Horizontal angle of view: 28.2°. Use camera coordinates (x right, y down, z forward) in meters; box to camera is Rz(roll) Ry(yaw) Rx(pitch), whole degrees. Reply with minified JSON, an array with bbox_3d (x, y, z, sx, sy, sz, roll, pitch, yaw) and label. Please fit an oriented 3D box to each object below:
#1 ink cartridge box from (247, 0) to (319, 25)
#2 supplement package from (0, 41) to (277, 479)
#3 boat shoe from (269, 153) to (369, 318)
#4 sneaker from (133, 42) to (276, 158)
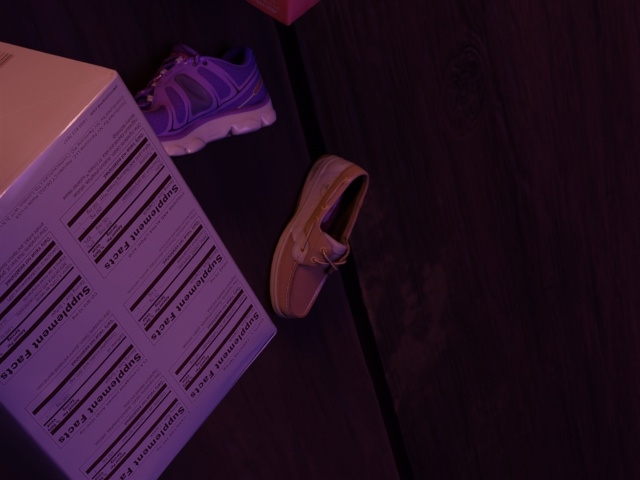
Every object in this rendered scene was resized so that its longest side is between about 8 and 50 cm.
[{"bbox_3d":[-0.039,-0.240,0.754,0.067,0.115,0.198,-43,156,-29],"label":"ink cartridge box"},{"bbox_3d":[-0.168,0.013,0.693,0.149,0.194,0.203,-50,137,-23],"label":"supplement package"},{"bbox_3d":[0.000,0.000,0.999,0.050,0.045,0.135,14,94,-50],"label":"boat shoe"},{"bbox_3d":[-0.101,-0.093,0.848,0.170,0.068,0.071,-27,109,-50],"label":"sneaker"}]
